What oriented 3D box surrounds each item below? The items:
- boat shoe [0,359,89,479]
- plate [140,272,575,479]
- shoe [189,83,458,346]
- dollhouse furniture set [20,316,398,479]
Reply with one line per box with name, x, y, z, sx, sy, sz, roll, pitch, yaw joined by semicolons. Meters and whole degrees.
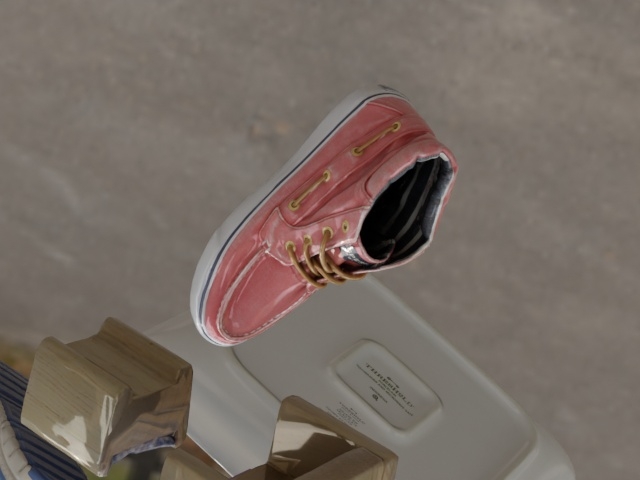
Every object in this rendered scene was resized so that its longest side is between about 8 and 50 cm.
boat shoe;-0.167;0.113;0.981;0.066;0.066;0.183;37;-176;-23
plate;0.034;0.114;1.312;0.277;0.278;0.045;42;122;11
shoe;0.000;0.000;1.052;0.063;0.178;0.081;34;-170;-36
dollhouse furniture set;-0.191;0.128;0.647;0.303;0.198;0.286;28;-151;29
